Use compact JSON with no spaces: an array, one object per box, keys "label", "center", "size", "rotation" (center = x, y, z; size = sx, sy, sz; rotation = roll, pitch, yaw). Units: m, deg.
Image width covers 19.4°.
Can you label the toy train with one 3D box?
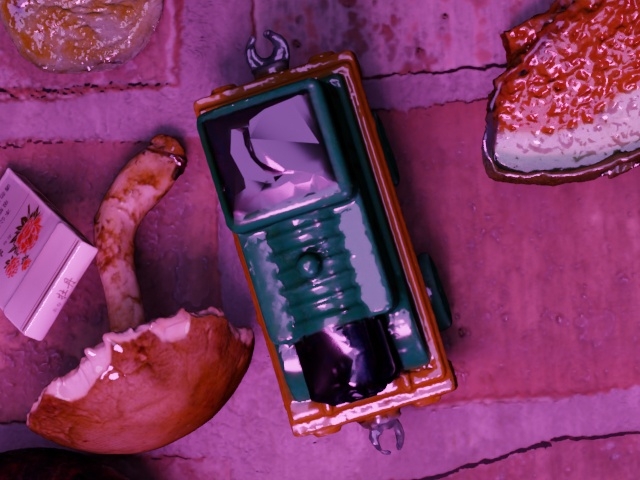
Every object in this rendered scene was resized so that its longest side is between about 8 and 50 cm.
[{"label":"toy train","center":[0.000,0.000,1.776],"size":[0.178,0.249,0.429],"rotation":[-18,87,8]}]

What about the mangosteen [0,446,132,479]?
[{"label":"mangosteen","center":[-0.267,0.338,1.797],"size":[0.288,0.288,0.288],"rotation":[0,90,9]}]

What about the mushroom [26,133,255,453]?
[{"label":"mushroom","center":[-0.189,0.083,1.866],"size":[0.233,0.301,0.208],"rotation":[-21,130,6]}]

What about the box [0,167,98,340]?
[{"label":"box","center":[-0.297,0.010,1.870],"size":[0.109,0.029,0.198],"rotation":[-57,38,5]}]

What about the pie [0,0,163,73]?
[{"label":"pie","center":[-0.245,-0.259,1.921],"size":[0.187,0.041,0.187],"rotation":[0,90,8]}]

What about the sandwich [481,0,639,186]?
[{"label":"sandwich","center":[0.272,-0.157,1.812],"size":[0.292,0.109,0.212],"rotation":[-41,77,4]}]
